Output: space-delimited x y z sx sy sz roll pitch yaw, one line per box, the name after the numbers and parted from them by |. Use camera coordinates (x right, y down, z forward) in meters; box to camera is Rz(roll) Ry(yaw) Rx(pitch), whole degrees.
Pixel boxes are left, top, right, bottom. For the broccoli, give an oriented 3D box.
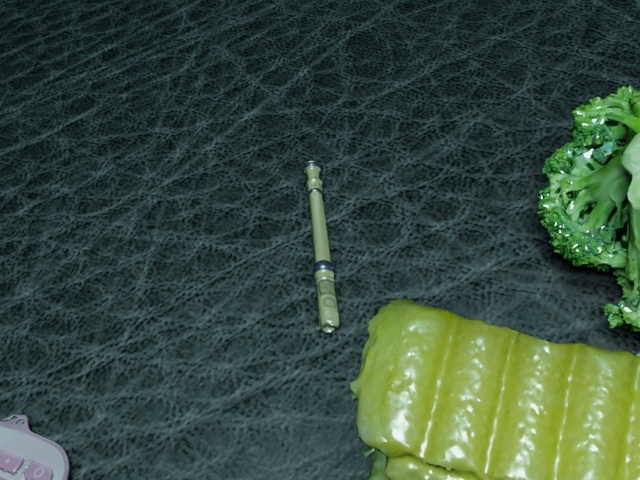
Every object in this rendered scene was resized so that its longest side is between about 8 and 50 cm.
0.337 -0.051 0.647 0.269 0.242 0.261 -22 67 31 | broccoli

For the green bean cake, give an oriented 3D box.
0.131 0.164 0.505 0.233 0.236 0.124 13 57 19 | green bean cake

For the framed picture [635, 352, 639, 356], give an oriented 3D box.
0.293 0.148 0.630 0.066 0.006 0.089 -30 53 -11 | framed picture

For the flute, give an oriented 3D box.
0.000 0.000 0.793 0.027 0.027 0.233 -10 51 4 | flute

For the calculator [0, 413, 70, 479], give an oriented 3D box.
-0.349 0.289 0.635 0.194 0.043 0.294 11 52 20 | calculator
